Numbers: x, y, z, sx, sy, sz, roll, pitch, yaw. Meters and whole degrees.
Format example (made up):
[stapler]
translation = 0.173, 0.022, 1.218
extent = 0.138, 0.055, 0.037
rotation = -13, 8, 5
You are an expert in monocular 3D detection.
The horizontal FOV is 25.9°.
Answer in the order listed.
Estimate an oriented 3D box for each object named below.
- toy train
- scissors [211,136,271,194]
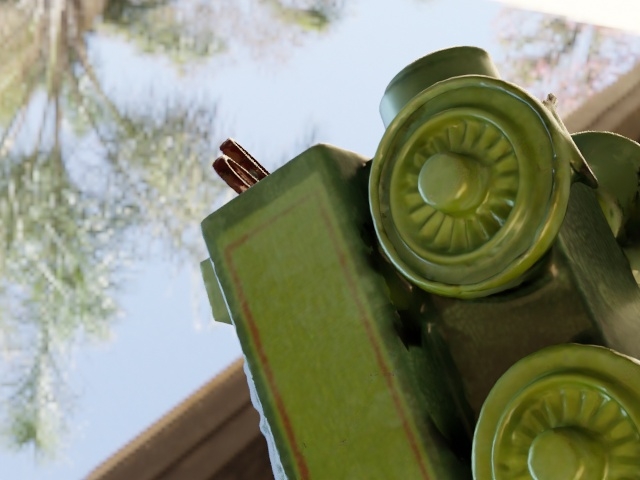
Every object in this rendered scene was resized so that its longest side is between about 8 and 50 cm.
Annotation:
[toy train]
translation = 0.072, 0.058, 0.579
extent = 0.159, 0.188, 0.271
rotation = 13, -129, -54
[scissors]
translation = 0.000, 0.000, 1.277
extent = 0.248, 0.017, 0.144
rotation = 42, -170, -9
